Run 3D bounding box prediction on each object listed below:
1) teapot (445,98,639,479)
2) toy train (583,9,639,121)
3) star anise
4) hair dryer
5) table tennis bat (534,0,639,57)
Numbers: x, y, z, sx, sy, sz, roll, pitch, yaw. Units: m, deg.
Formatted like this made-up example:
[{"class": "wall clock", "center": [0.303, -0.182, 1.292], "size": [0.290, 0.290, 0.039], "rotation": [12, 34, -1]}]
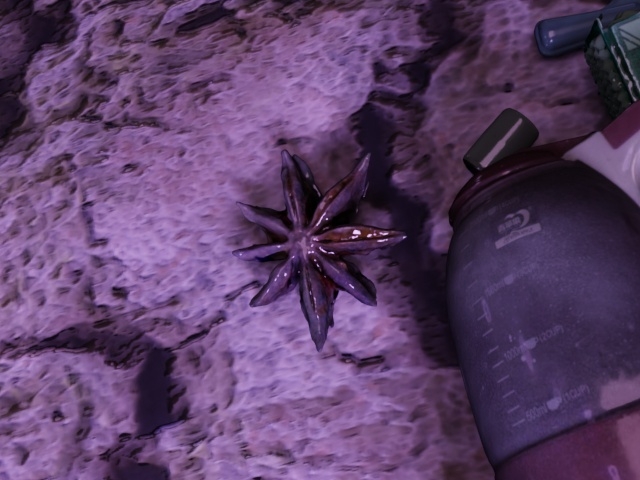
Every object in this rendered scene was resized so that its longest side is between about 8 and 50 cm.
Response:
[{"class": "teapot", "center": [0.245, 0.045, 0.710], "size": [0.315, 0.233, 0.312], "rotation": [-36, 63, 35]}, {"class": "toy train", "center": [0.357, -0.112, 0.794], "size": [0.154, 0.115, 0.269], "rotation": [-23, 85, 10]}, {"class": "star anise", "center": [0.000, 0.000, 0.876], "size": [0.180, 0.061, 0.204], "rotation": [-33, 70, 9]}, {"class": "hair dryer", "center": [0.220, -0.060, 0.863], "size": [0.150, 0.047, 0.071], "rotation": [40, 90, 6]}, {"class": "table tennis bat", "center": [0.337, -0.231, 0.874], "size": [0.237, 0.038, 0.149], "rotation": [-14, 81, 5]}]
